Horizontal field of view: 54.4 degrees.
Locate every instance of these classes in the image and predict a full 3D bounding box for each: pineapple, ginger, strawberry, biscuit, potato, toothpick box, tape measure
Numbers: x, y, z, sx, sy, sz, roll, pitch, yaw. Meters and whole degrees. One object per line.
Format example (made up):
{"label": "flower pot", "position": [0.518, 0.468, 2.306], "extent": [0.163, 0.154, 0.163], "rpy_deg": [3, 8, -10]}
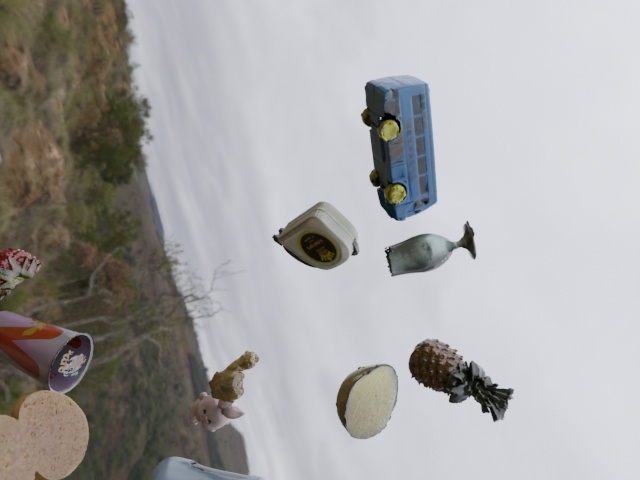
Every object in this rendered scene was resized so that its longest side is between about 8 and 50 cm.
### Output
{"label": "pineapple", "position": [0.388, 0.398, 1.750], "extent": [0.310, 0.170, 0.141], "rpy_deg": [28, -58, 42]}
{"label": "ginger", "position": [-0.227, 0.373, 1.674], "extent": [0.096, 0.165, 0.067], "rpy_deg": [51, 3, 30]}
{"label": "strawberry", "position": [-0.832, 0.069, 1.608], "extent": [0.208, 0.167, 0.086], "rpy_deg": [7, -55, 37]}
{"label": "biscuit", "position": [-0.618, 0.435, 1.325], "extent": [0.289, 0.044, 0.201], "rpy_deg": [-26, 93, -62]}
{"label": "potato", "position": [0.105, 0.410, 1.651], "extent": [0.117, 0.182, 0.202], "rpy_deg": [15, -84, 54]}
{"label": "toothpick box", "position": [-0.349, 0.746, 1.716], "extent": [0.263, 0.355, 0.262], "rpy_deg": [14, 90, -87]}
{"label": "tape measure", "position": [0.000, 0.000, 2.164], "extent": [0.231, 0.133, 0.271], "rpy_deg": [44, -44, -16]}

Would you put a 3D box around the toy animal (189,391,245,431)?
{"label": "toy animal", "position": [-0.309, 0.494, 1.809], "extent": [0.212, 0.124, 0.124], "rpy_deg": [-36, -111, 60]}

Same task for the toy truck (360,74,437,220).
{"label": "toy truck", "position": [0.218, -0.247, 1.696], "extent": [0.161, 0.162, 0.384], "rpy_deg": [-126, -157, -60]}

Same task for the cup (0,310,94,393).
{"label": "cup", "position": [-0.871, 0.324, 1.897], "extent": [0.203, 0.289, 0.202], "rpy_deg": [18, 90, -75]}

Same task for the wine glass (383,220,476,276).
{"label": "wine glass", "position": [0.276, 0.027, 1.567], "extent": [0.103, 0.222, 0.103], "rpy_deg": [-15, 90, -90]}
